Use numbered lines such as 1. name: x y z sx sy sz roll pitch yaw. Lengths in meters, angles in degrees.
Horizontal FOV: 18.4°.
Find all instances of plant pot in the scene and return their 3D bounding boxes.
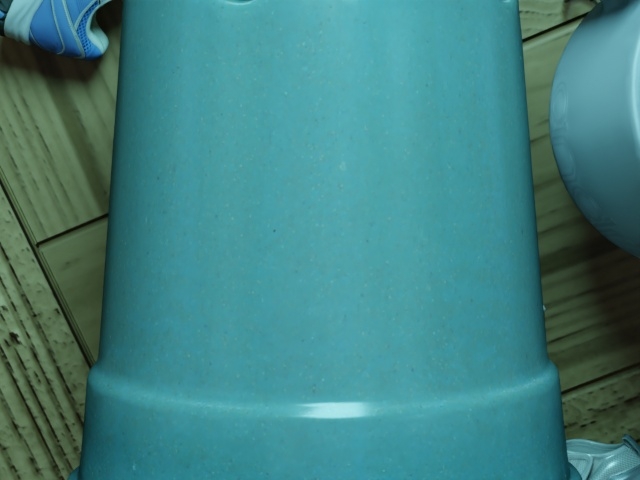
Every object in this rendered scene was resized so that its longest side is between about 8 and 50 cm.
1. plant pot: 0.000 0.000 1.282 0.341 0.341 0.334 0 96 6

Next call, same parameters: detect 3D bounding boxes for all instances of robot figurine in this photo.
1. robot figurine: 0.264 -0.082 1.197 0.300 0.353 0.200 43 81 -6

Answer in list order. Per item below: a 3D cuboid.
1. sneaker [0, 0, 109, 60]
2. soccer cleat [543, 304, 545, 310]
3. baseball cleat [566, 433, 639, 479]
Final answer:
1. sneaker: -0.147 -0.219 1.358 0.081 0.080 0.211 27 116 -8
2. soccer cleat: 0.134 0.021 1.412 0.035 0.029 0.083 -21 105 2
3. baseball cleat: 0.158 0.215 1.448 0.206 0.072 0.109 -36 82 12
